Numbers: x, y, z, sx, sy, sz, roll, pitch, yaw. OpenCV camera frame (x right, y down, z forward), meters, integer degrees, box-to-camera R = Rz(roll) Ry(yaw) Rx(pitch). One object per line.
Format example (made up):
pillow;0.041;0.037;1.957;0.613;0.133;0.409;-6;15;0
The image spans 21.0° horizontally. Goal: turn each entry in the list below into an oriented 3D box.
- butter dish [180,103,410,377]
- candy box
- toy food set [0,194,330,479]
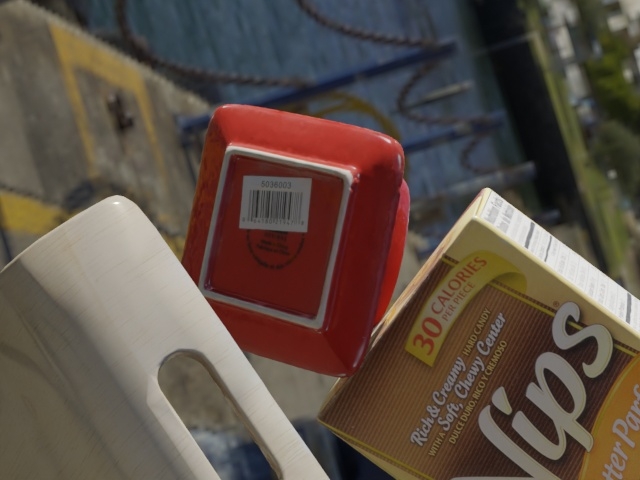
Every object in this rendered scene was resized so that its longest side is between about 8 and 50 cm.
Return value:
butter dish;0.000;0.000;1.158;0.118;0.160;0.160;6;97;-56
candy box;0.179;0.134;1.159;0.316;0.183;0.087;36;18;-1
toy food set;-0.092;0.138;0.824;0.092;0.306;0.220;-27;77;-37
